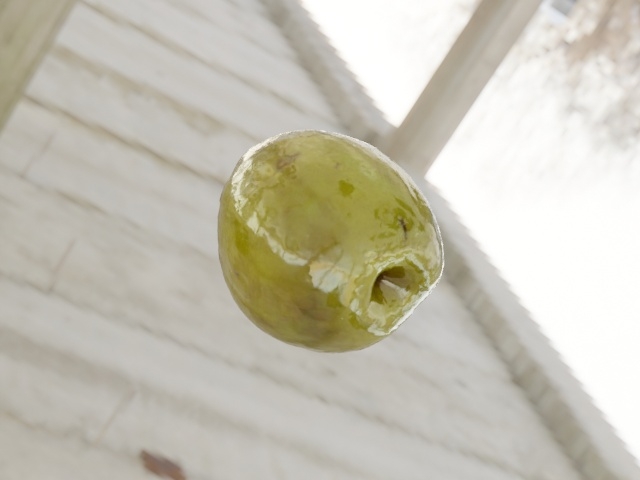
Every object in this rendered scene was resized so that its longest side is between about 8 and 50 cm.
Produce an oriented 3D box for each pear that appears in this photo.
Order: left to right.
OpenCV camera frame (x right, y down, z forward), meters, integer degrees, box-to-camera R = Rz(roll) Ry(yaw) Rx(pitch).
[{"bbox_3d":[0.000,0.000,1.214,0.162,0.149,0.149,32,-167,34],"label":"pear"}]
